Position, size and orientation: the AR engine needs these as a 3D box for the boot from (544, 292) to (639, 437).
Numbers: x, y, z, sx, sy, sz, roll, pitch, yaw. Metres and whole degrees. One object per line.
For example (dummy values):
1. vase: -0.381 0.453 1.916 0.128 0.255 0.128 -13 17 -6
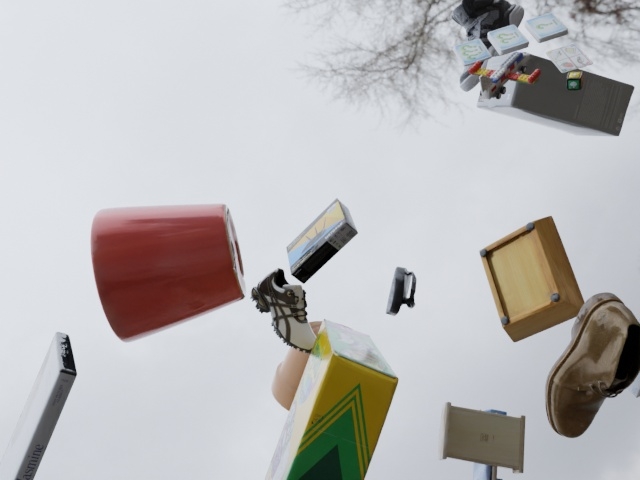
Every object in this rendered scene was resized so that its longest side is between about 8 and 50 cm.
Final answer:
1. boot: 0.497 0.254 1.151 0.112 0.115 0.305 2 -65 -12

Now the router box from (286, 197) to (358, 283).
1. router box: 0.000 0.000 1.475 0.046 0.133 0.179 39 -74 -25

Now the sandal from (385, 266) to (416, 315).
1. sandal: 0.181 0.101 1.336 0.254 0.054 0.097 -18 -60 -76

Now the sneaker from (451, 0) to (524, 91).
1. sneaker: 0.370 -0.492 1.531 0.268 0.153 0.101 -57 3 -15

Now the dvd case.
1. dvd case: -0.359 0.250 0.769 0.022 0.180 0.253 23 -93 -25

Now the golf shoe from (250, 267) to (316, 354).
1. golf shoe: -0.057 0.137 1.246 0.094 0.198 0.077 -53 -26 17

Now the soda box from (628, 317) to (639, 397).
1. soda box: 0.766 0.266 1.474 0.074 0.069 0.216 -16 -49 -13

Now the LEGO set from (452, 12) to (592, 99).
1. LEGO set: 0.327 -0.304 1.023 0.182 0.244 0.060 -16 -49 7

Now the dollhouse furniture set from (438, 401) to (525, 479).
1. dollhouse furniture set: 0.379 0.574 1.648 0.303 0.198 0.286 99 -179 -67

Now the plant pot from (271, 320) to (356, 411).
1. plant pot: 0.014 0.370 1.867 0.291 0.291 0.203 -4 -67 -41

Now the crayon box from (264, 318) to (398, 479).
1. crayon box: 0.000 0.304 0.984 0.363 0.106 0.313 179 110 -88

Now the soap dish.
1. soap dish: 0.568 0.102 1.732 0.118 0.290 0.229 16 -38 -39

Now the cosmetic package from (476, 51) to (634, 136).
1. cosmetic package: 0.422 -0.261 1.151 0.238 0.127 0.107 13 -83 -20

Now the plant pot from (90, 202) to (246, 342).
1. plant pot: -0.283 0.043 1.241 0.243 0.275 0.275 -12 -49 -2
